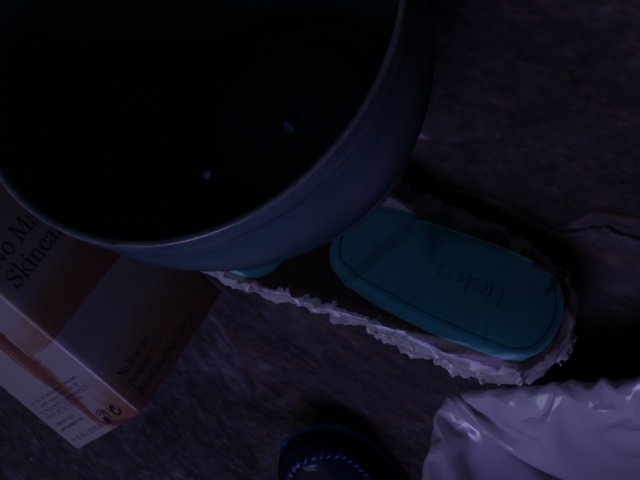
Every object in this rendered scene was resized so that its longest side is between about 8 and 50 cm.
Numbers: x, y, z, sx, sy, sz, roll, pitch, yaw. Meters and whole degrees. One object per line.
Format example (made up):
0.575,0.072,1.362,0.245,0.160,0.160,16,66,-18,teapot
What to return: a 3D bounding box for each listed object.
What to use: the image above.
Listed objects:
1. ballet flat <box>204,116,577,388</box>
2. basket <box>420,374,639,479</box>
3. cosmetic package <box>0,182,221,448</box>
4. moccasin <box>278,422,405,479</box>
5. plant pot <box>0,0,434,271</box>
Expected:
0.000,0.000,1.228,0.409,0.147,0.147,30,145,5,ballet flat
0.254,0.293,1.172,0.331,0.328,0.266,-10,147,43,basket
-0.250,0.015,1.338,0.296,0.153,0.129,41,143,-13,cosmetic package
0.054,0.325,1.539,0.137,0.117,0.342,-17,121,13,moccasin
-0.049,-0.102,1.041,0.293,0.293,0.196,12,166,27,plant pot
